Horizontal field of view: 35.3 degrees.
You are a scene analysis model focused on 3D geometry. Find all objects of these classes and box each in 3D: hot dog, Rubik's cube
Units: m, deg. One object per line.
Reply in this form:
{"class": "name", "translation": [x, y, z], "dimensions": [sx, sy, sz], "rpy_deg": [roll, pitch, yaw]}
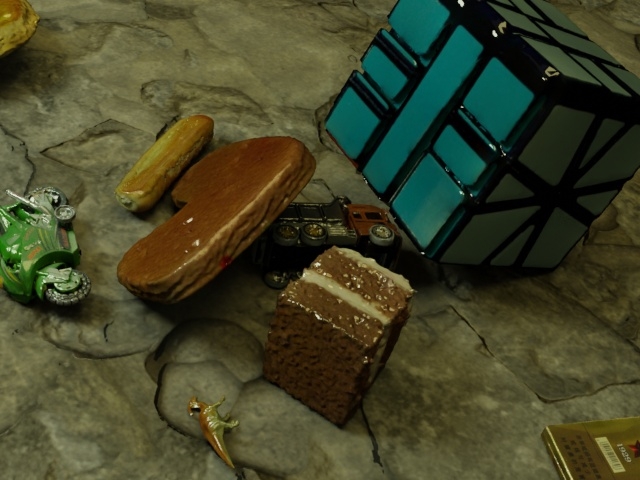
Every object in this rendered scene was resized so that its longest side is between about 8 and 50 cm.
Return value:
{"class": "hot dog", "translation": [-0.206, -0.102, 1.336], "dimensions": [0.066, 0.047, 0.215], "rpy_deg": [9, 38, 17]}
{"class": "Rubik's cube", "translation": [0.226, -0.153, 1.305], "dimensions": [0.294, 0.288, 0.283], "rpy_deg": [1, 43, -43]}

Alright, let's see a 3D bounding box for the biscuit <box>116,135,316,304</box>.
{"class": "biscuit", "translation": [-0.136, -0.024, 1.203], "dimensions": [0.262, 0.052, 0.277], "rpy_deg": [-2, 39, 53]}

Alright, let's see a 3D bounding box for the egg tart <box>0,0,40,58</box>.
{"class": "egg tart", "translation": [-0.517, -0.293, 1.401], "dimensions": [0.241, 0.106, 0.241], "rpy_deg": [9, 39, -7]}

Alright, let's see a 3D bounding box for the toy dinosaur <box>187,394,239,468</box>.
{"class": "toy dinosaur", "translation": [-0.104, 0.197, 1.056], "dimensions": [0.041, 0.026, 0.113], "rpy_deg": [-20, 43, -26]}

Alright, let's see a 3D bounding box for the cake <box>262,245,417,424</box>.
{"class": "cake", "translation": [0.025, 0.100, 1.130], "dimensions": [0.135, 0.135, 0.147], "rpy_deg": [32, 39, 18]}

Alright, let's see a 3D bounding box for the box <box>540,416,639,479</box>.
{"class": "box", "translation": [0.327, 0.247, 1.147], "dimensions": [0.133, 0.023, 0.090], "rpy_deg": [-2, 46, -20]}

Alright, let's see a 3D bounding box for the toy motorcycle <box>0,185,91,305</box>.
{"class": "toy motorcycle", "translation": [-0.330, 0.010, 1.163], "dimensions": [0.106, 0.074, 0.190], "rpy_deg": [-12, 48, -17]}

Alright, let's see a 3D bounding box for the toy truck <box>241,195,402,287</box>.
{"class": "toy truck", "translation": [0.000, 0.000, 1.265], "dimensions": [0.192, 0.083, 0.092], "rpy_deg": [1, 38, -16]}
